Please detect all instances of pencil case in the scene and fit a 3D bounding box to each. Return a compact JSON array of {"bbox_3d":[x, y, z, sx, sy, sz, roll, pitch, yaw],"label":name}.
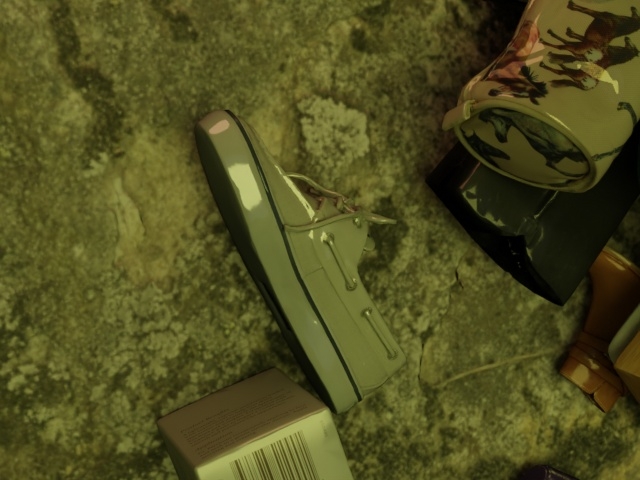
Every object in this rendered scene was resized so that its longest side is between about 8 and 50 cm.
[{"bbox_3d":[0.284,-0.244,1.249,0.183,0.160,0.410,31,77,-3],"label":"pencil case"}]

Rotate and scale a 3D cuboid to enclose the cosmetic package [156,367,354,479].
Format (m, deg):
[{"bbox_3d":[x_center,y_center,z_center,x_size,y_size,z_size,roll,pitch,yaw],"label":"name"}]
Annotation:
[{"bbox_3d":[-0.063,0.247,1.304,0.151,0.183,0.151,-22,104,-14],"label":"cosmetic package"}]

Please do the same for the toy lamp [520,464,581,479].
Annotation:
[{"bbox_3d":[0.350,0.369,1.520,0.274,0.080,0.080,40,85,-19],"label":"toy lamp"}]

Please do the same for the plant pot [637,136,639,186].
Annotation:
[{"bbox_3d":[0.471,-0.097,1.242,0.255,0.271,0.272,14,94,-5],"label":"plant pot"}]

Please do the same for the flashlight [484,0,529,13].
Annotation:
[{"bbox_3d":[0.261,-0.401,1.366,0.103,0.103,0.304,15,89,6],"label":"flashlight"}]

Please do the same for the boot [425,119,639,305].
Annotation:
[{"bbox_3d":[0.384,-0.106,1.401,0.367,0.146,0.445,41,75,-7],"label":"boot"}]

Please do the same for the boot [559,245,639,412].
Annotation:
[{"bbox_3d":[0.336,0.102,1.480,0.152,0.073,0.197,-46,104,-1],"label":"boot"}]

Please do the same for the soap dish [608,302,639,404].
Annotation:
[{"bbox_3d":[0.473,0.130,1.446,0.229,0.118,0.291,-50,138,-5],"label":"soap dish"}]

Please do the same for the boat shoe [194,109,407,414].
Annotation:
[{"bbox_3d":[0.004,0.003,1.317,0.156,0.136,0.367,-31,109,-12],"label":"boat shoe"}]
